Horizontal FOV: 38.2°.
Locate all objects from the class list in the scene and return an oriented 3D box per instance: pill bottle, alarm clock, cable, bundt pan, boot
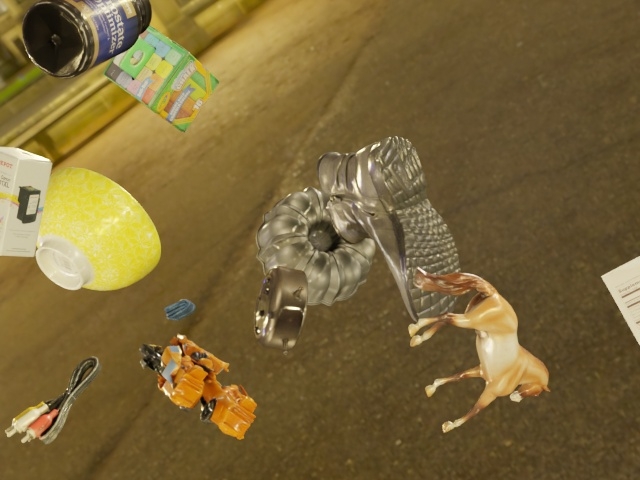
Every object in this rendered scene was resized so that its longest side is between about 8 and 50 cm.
[{"bbox_3d":[-0.361,-0.344,1.465,0.123,0.123,0.219,-22,16,30],"label":"pill bottle"},{"bbox_3d":[-0.070,0.103,1.470,0.192,0.064,0.129,-140,63,-76],"label":"alarm clock"},{"bbox_3d":[-0.646,0.394,2.287,0.139,0.072,0.287,10,52,46],"label":"cable"},{"bbox_3d":[0.000,0.000,2.437,0.331,0.331,0.124,-45,-4,-27],"label":"bundt pan"},{"bbox_3d":[0.116,-0.012,1.639,0.118,0.338,0.222,-15,1,-32],"label":"boot"}]

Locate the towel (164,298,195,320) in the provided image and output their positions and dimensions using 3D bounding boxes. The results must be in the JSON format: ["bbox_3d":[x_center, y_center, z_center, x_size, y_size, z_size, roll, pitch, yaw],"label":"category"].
[{"bbox_3d":[-0.334,0.168,2.206,0.067,0.029,0.119,-25,-9,-4],"label":"towel"}]

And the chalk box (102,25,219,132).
[{"bbox_3d":[-0.313,-0.321,1.780,0.132,0.132,0.213,-54,-17,2],"label":"chalk box"}]

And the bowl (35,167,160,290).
[{"bbox_3d":[-0.493,0.010,1.905,0.289,0.289,0.156,-15,30,43],"label":"bowl"}]

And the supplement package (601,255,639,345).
[{"bbox_3d":[0.635,0.126,1.533,0.198,0.263,0.199,-32,-14,25],"label":"supplement package"}]

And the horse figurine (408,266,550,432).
[{"bbox_3d":[0.215,0.143,1.256,0.174,0.263,0.066,-23,23,-4],"label":"horse figurine"}]

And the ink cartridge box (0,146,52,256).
[{"bbox_3d":[-0.554,-0.072,1.633,0.127,0.175,0.072,18,9,38],"label":"ink cartridge box"}]

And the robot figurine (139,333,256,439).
[{"bbox_3d":[-0.208,0.244,1.605,0.085,0.211,0.291,-55,19,-3],"label":"robot figurine"}]
